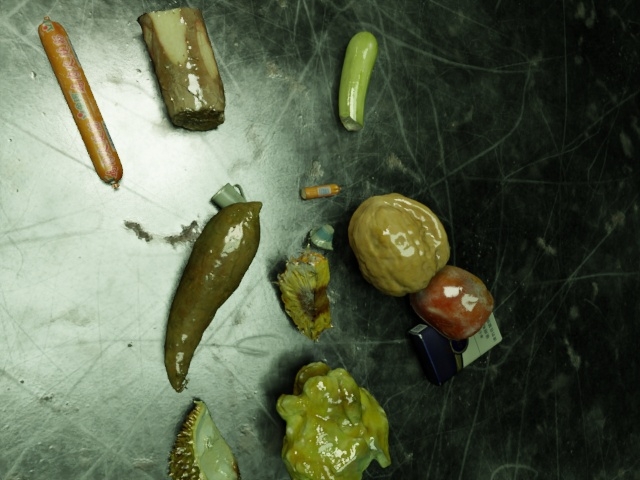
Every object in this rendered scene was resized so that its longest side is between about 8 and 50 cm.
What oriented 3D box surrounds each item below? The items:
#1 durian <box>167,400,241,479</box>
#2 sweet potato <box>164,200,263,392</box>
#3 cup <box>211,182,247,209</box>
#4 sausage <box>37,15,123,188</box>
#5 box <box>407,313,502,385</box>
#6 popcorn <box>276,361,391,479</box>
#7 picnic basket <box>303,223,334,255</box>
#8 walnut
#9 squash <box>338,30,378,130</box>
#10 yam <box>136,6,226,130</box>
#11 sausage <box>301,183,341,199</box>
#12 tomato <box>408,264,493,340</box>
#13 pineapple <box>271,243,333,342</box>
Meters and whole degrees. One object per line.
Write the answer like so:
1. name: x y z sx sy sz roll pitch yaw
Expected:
1. durian: -0.242 0.480 0.901 0.139 0.144 0.252 -38 100 -43
2. sweet potato: -0.238 0.099 0.890 0.130 0.130 0.423 27 84 -21
3. cup: -0.198 -0.088 0.964 0.054 0.075 0.083 -38 111 17
4. sausage: -0.471 -0.269 0.835 0.053 0.053 0.348 -23 98 -23
5. box: 0.385 0.272 1.201 0.259 0.071 0.168 -27 99 -23
6. popcorn: 0.017 0.425 0.950 0.276 0.225 0.276 42 32 -35
7. picnic basket: 0.000 0.000 1.044 0.065 0.083 0.083 11 128 -25
8. walnut: 0.185 0.004 1.036 0.257 0.257 0.224 57 37 -13
9. squash: 0.094 -0.413 1.082 0.083 0.083 0.250 11 87 -24
10. yam: -0.283 -0.359 0.888 0.128 0.129 0.238 -23 101 -58
11. sausage: 0.005 -0.124 1.061 0.107 0.031 0.031 -9 93 -25
12. tomato: 0.355 0.147 1.104 0.214 0.155 0.181 31 66 4
13. pineapple: -0.041 0.114 0.985 0.079 0.135 0.233 -32 130 -43
